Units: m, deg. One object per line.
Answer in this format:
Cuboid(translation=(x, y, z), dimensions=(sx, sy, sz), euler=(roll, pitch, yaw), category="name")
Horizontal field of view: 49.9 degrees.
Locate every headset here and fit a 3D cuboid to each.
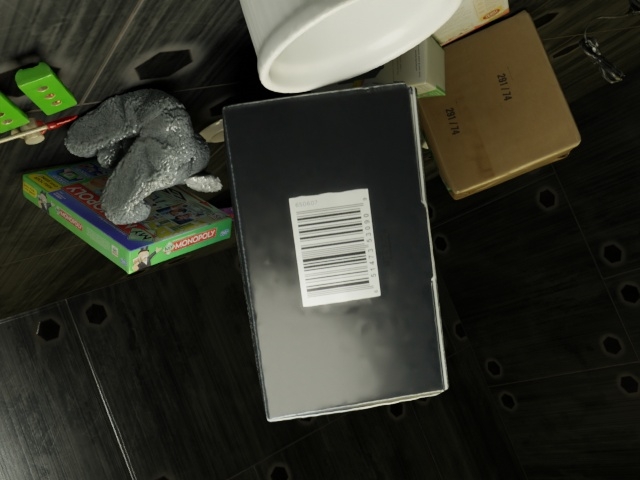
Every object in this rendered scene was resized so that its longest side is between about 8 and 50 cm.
Cuboid(translation=(0.741, -0.524, 1.465), dimensions=(0.394, 0.185, 0.243), euler=(-37, 170, 25), category="headset")

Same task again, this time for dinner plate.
Cuboid(translation=(-0.194, -0.235, 1.462), dimensions=(0.141, 0.017, 0.141), euler=(-21, 177, -1), category="dinner plate")

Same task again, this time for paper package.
Cuboid(translation=(0.379, -0.295, 1.554), dimensions=(0.310, 0.324, 0.168), euler=(-22, 175, 11), category="paper package")

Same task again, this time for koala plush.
Cuboid(translation=(-0.259, -0.148, 1.153), dimensions=(0.203, 0.196, 0.221), euler=(-34, 168, 18), category="koala plush")

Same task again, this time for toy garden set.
Cuboid(translation=(-0.452, -0.162, 0.923), dimensions=(0.245, 0.049, 0.204), euler=(-22, 174, -6), category="toy garden set")

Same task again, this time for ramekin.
Cuboid(translation=(0.029, -0.313, 0.879), dimensions=(0.277, 0.135, 0.277), euler=(-22, 176, -2), category="ramekin")

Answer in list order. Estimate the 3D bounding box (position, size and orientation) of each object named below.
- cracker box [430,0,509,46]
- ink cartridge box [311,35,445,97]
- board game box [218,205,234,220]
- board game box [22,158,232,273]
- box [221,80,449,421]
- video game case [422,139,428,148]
Cuboid(translation=(0.229, -0.406, 1.157), dimensions=(0.156, 0.067, 0.232), euler=(-23, 176, 17), category="cracker box")
Cuboid(translation=(0.104, -0.302, 1.232), dimensions=(0.213, 0.093, 0.154), euler=(0, -177, 22), category="ink cartridge box")
Cuboid(translation=(-0.247, -0.097, 2.260), dimensions=(0.208, 0.056, 0.347), euler=(-10, -177, 33), category="board game box")
Cuboid(translation=(-0.341, -0.060, 1.210), dimensions=(0.214, 0.317, 0.046), euler=(-23, 133, -46), category="board game box")
Cuboid(translation=(0.000, 0.000, 1.229), dimensions=(0.298, 0.479, 0.472), euler=(-8, -174, -5), category="box")
Cuboid(translation=(0.312, -0.343, 1.763), dimensions=(0.023, 0.183, 0.201), euler=(19, 175, 1), category="video game case")
